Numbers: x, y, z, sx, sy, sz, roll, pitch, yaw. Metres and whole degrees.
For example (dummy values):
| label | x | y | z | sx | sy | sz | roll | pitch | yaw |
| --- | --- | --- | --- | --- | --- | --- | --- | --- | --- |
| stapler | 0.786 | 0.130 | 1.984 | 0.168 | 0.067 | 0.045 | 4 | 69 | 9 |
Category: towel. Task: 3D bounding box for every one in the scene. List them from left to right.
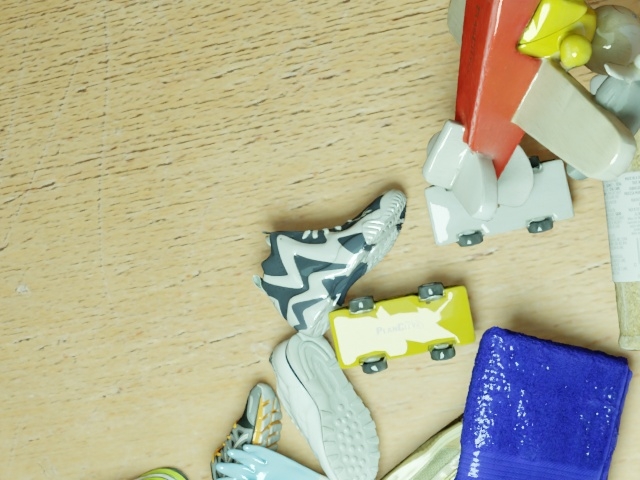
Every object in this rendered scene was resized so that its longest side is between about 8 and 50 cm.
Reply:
| label | x | y | z | sx | sy | sz | roll | pitch | yaw |
| --- | --- | --- | --- | --- | --- | --- | --- | --- | --- |
| towel | 0.280 | 0.277 | 1.725 | 0.227 | 0.076 | 0.308 | 13 | 84 | -24 |

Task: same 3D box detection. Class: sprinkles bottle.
| label | x | y | z | sx | sy | sz | roll | pitch | yaw |
| --- | --- | --- | --- | --- | --- | --- | --- | --- | --- |
| sprinkles bottle | 0.419 | -0.041 | 1.734 | 0.121 | 0.121 | 0.355 | -6 | 88 | 15 |

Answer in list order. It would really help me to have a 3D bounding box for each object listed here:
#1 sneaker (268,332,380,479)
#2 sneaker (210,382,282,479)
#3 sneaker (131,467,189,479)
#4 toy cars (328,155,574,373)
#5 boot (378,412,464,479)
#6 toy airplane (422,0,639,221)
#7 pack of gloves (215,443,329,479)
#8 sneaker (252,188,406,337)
| label | x | y | z | sx | sy | sz | roll | pitch | yaw |
| --- | --- | --- | --- | --- | --- | --- | --- | --- | --- |
| sneaker | 0.002 | 0.241 | 1.865 | 0.095 | 0.090 | 0.235 | -36 | 72 | 49 |
| sneaker | -0.110 | 0.300 | 1.898 | 0.083 | 0.084 | 0.215 | 13 | 94 | 20 |
| sneaker | -0.327 | 0.412 | 1.933 | 0.300 | 0.121 | 0.111 | -30 | 82 | 13 |
| toy cars | 0.171 | 0.029 | 1.822 | 0.176 | 0.087 | 0.393 | 37 | 95 | -3 |
| boot | 0.217 | 0.335 | 1.801 | 0.262 | 0.095 | 0.203 | -39 | 82 | 9 |
| toy airplane | 0.262 | -0.209 | 1.640 | 0.272 | 0.384 | 0.386 | -6 | 75 | -15 |
| pack of gloves | -0.063 | 0.394 | 1.852 | 0.232 | 0.046 | 0.195 | 26 | 100 | -13 |
| sneaker | 0.000 | 0.000 | 1.860 | 0.153 | 0.094 | 0.235 | 35 | 91 | 21 |
